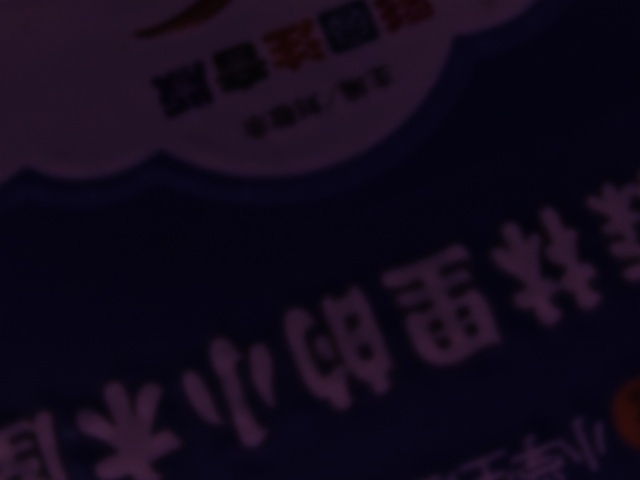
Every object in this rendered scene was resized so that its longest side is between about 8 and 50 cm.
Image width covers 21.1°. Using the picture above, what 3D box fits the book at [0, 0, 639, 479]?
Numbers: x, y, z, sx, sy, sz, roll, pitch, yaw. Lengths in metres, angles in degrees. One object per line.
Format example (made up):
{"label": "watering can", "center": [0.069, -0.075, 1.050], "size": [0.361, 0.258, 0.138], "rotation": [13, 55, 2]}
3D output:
{"label": "book", "center": [-0.019, -0.065, 0.407], "size": [0.228, 0.018, 0.322], "rotation": [-23, 72, -3]}
